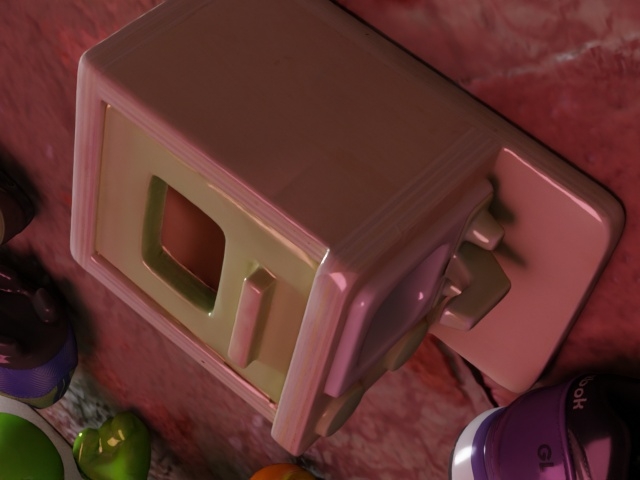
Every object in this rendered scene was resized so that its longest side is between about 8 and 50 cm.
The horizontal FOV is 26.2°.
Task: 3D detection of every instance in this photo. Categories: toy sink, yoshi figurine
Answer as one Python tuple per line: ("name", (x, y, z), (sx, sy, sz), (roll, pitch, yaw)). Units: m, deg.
("toy sink", (0.000, 0.000, 0.671), (0.234, 0.131, 0.153), (37, 144, 17))
("yoshi figurine", (-0.179, 0.206, 0.988), (0.362, 0.203, 0.203), (-7, 151, 40))

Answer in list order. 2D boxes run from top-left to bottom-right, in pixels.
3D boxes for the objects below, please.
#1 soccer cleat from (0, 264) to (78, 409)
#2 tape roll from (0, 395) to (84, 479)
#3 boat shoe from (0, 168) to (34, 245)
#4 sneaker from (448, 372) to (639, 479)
("soccer cleat", (-0.305, 0.033, 1.074), (0.289, 0.093, 0.121), (35, 149, 22))
("tape roll", (-0.308, 0.281, 1.322), (0.392, 0.072, 0.392), (28, 139, 27))
("boat shoe", (-0.304, -0.061, 0.998), (0.223, 0.073, 0.080), (34, 116, 17))
("sneaker", (0.186, 0.191, 0.672), (0.283, 0.107, 0.124), (52, 139, -2))
